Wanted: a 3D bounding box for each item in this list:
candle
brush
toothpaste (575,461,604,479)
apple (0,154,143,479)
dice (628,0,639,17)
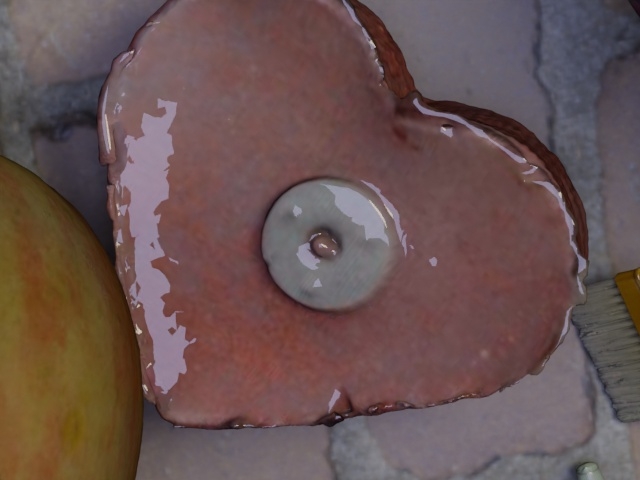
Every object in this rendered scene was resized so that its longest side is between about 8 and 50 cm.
[{"bbox_3d":[0.000,0.000,1.031,0.317,0.131,0.287,35,103,7],"label":"candle"},{"bbox_3d":[0.260,0.051,0.986,0.013,0.272,0.103,-29,96,-37],"label":"brush"},{"bbox_3d":[0.209,0.244,1.097,0.049,0.031,0.204,-19,97,5],"label":"toothpaste"},{"bbox_3d":[-0.291,0.103,0.917,0.391,0.391,0.347,11,85,0],"label":"apple"},{"bbox_3d":[0.374,-0.171,0.900,0.330,0.322,0.318,44,96,-2],"label":"dice"}]
